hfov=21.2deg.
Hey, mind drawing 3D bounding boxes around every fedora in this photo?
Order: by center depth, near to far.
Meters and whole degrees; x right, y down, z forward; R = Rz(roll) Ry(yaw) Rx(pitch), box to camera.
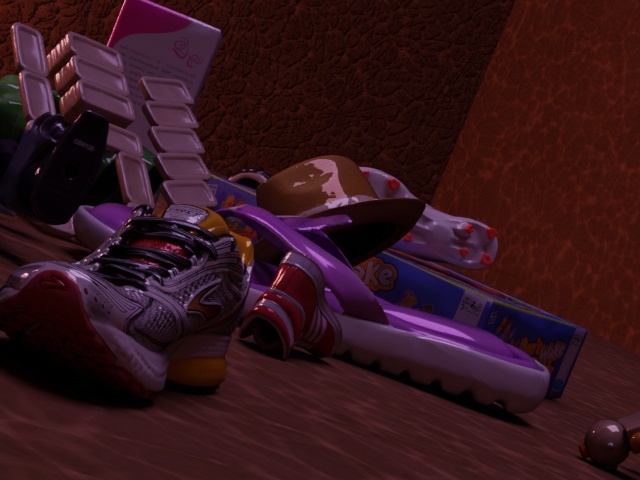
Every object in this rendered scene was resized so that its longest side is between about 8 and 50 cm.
[{"bbox_3d":[-0.003,-0.022,1.507,0.079,0.194,0.194,66,17,15],"label":"fedora"}]

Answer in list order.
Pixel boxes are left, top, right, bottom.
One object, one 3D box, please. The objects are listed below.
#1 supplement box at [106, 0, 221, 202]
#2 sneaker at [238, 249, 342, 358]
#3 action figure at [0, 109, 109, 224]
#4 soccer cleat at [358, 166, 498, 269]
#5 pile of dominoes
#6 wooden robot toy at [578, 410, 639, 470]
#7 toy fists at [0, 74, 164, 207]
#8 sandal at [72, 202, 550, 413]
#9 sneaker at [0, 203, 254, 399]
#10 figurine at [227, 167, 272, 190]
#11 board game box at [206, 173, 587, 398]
[{"bbox_3d":[-0.199,-0.149,1.894,0.111,0.220,0.114,23,3,-3],"label":"supplement box"},{"bbox_3d":[-0.021,0.064,1.205,0.042,0.067,0.118,21,-28,25],"label":"sneaker"},{"bbox_3d":[-0.248,-0.063,1.202,0.185,0.099,0.285,11,4,-28],"label":"action figure"},{"bbox_3d":[0.083,-0.016,1.661,0.196,0.068,0.076,22,-12,-25],"label":"soccer cleat"},{"bbox_3d":[-0.179,-0.069,1.468,0.196,0.040,0.251,21,40,-38],"label":"pile of dominoes"},{"bbox_3d":[0.239,0.162,1.303,0.079,0.076,0.173,-13,4,0],"label":"wooden robot toy"},{"bbox_3d":[-0.243,-0.083,1.614,0.142,0.096,0.279,38,5,6],"label":"toy fists"},{"bbox_3d":[0.003,0.027,1.357,0.416,0.102,0.169,21,3,-23],"label":"sandal"},{"bbox_3d":[-0.093,0.020,0.847,0.088,0.092,0.225,23,3,11],"label":"sneaker"},{"bbox_3d":[0.000,0.000,2.104,0.215,0.092,0.209,24,-1,19],"label":"figurine"},{"bbox_3d":[0.063,0.047,1.709,0.347,0.078,0.233,24,3,31],"label":"board game box"}]
